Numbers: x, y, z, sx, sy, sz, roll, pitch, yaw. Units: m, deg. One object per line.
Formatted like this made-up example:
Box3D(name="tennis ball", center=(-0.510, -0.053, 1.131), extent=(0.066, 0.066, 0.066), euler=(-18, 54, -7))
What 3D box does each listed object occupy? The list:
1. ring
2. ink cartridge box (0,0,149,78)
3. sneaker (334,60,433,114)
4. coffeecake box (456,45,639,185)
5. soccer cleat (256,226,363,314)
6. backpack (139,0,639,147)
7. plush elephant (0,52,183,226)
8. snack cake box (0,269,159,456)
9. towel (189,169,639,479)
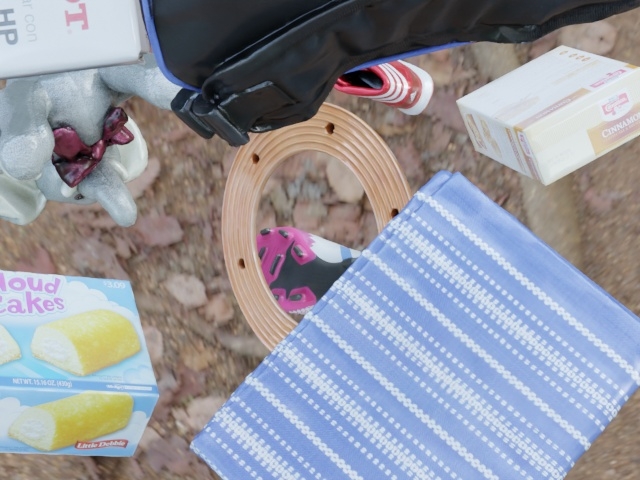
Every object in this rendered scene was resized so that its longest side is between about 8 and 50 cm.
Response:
Box3D(name="ring", center=(0.000, 0.000, 1.658), extent=(0.032, 0.336, 0.337), euler=(-8, 72, -45))
Box3D(name="ink cartridge box", center=(-0.271, -0.202, 0.842), extent=(0.307, 0.129, 0.223), euler=(-7, 98, -4))
Box3D(name="sneaker", center=(0.045, -0.244, 1.885), extent=(0.221, 0.128, 0.087), euler=(26, 99, 45))
Box3D(name="coffeecake box", center=(0.249, -0.137, 1.465), extent=(0.142, 0.185, 0.068), euler=(-28, 111, -7))
Box3D(name="soccer cleat", center=(0.027, 0.064, 1.874), extent=(0.143, 0.331, 0.116), euler=(22, 86, -39))
Box3D(name="backpack", center=(0.045, -0.194, 0.590), extent=(0.263, 0.276, 0.213), euler=(-2, 58, -3))
Box3D(name="plush elephant", center=(-0.323, -0.129, 1.838), extent=(0.272, 0.255, 0.330), euler=(-32, 42, -21))
Box3D(name="snack cake box", center=(-0.292, 0.105, 1.225), extent=(0.264, 0.089, 0.152), euler=(6, 40, -27))
Box3D(name="towel", center=(0.091, 0.123, 1.106), extent=(0.243, 0.040, 0.336), euler=(40, 71, 12))
